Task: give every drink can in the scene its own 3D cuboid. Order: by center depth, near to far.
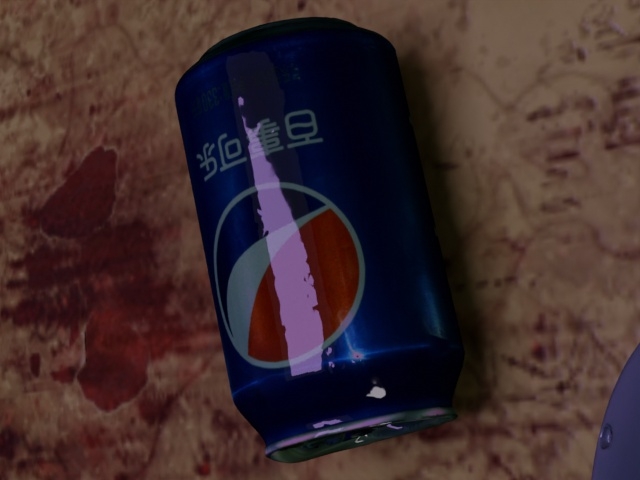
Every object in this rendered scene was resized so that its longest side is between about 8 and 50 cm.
[{"bbox_3d":[0.000,0.000,0.695,0.118,0.118,0.204,-23,75,38],"label":"drink can"}]

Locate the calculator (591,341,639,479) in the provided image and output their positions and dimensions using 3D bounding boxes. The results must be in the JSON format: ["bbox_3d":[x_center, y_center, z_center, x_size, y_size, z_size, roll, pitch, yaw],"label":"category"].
[{"bbox_3d":[0.188,0.106,0.502,0.299,0.041,0.185,21,97,67],"label":"calculator"}]
